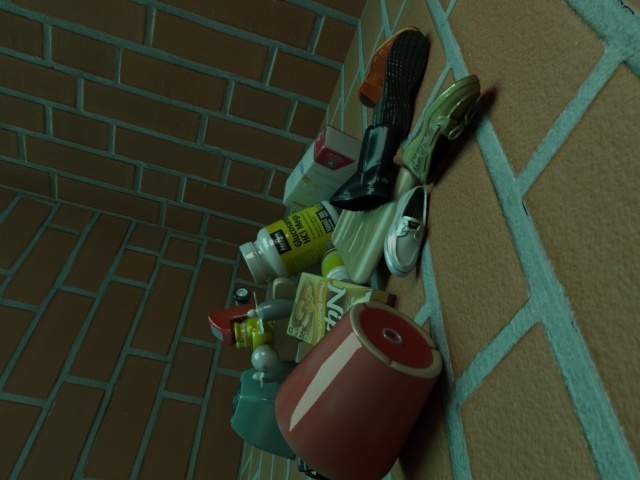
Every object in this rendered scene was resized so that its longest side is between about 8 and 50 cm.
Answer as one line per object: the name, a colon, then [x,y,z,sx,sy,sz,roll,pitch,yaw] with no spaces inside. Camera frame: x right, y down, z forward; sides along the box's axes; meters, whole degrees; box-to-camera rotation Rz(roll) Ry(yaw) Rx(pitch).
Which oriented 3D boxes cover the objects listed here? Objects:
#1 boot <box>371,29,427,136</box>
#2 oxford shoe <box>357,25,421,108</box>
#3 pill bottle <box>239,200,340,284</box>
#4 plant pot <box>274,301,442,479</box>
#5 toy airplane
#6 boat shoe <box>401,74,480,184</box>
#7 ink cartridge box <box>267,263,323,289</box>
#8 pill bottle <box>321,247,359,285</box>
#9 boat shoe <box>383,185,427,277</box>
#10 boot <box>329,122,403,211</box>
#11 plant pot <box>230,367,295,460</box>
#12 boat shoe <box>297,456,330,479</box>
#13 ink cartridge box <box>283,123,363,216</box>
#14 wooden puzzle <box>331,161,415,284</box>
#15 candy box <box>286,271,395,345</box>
boot: [0.219,-0.457,1.604,0.223,0.118,0.338,-166,92,-83]
oxford shoe: [0.231,-0.593,1.714,0.133,0.130,0.363,-64,11,-27]
pill bottle: [-0.089,0.014,1.721,0.188,0.334,0.188,61,170,18]
plant pot: [0.082,0.266,0.976,0.243,0.275,0.275,-61,15,23]
toy airplane: [-0.131,0.312,1.669,0.384,0.386,0.272,-30,28,30]
boat shoe: [0.270,-0.231,1.112,0.089,0.104,0.285,59,156,18]
ink cartridge box: [-0.052,0.086,1.878,0.097,0.255,0.189,-152,78,-80]
pill bottle: [0.067,0.112,1.592,0.208,0.119,0.119,-99,26,-67]
boat shoe: [0.199,-0.029,1.190,0.076,0.083,0.226,121,162,-60]
boot: [0.124,-0.193,1.389,0.246,0.094,0.207,-12,62,63]
plant pot: [-0.185,0.596,1.883,0.247,0.252,0.248,-98,26,-66]
boat shoe: [0.001,0.469,1.404,0.158,0.127,0.341,136,148,-56]
ink cartridge box: [0.037,-0.216,1.779,0.306,0.226,0.131,-46,29,45]
wooden puzzle: [0.152,-0.069,1.469,0.348,0.080,0.322,-121,53,-69]
candy box: [0.044,0.198,1.365,0.316,0.087,0.183,8,83,56]
